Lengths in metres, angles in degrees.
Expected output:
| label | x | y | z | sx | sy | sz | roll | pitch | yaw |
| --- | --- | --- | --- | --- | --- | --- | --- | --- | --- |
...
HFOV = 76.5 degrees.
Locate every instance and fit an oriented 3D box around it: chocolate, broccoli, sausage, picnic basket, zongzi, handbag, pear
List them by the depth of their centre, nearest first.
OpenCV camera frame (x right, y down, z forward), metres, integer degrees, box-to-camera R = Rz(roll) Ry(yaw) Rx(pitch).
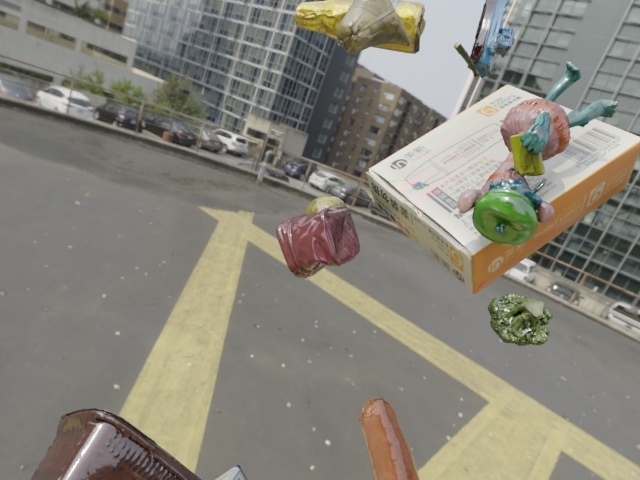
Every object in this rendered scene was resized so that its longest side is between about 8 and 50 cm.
| label | x | y | z | sx | sy | sz | roll | pitch | yaw |
| --- | --- | --- | --- | --- | --- | --- | --- | --- | --- |
| picnic basket | -0.354 | 0.432 | 0.699 | 0.297 | 0.223 | 0.129 | 52 | 36 | -19 |
| sausage | 0.140 | 0.445 | 0.808 | 0.094 | 0.094 | 0.419 | -11 | 9 | 0 |
| handbag | 0.000 | 0.000 | 0.961 | 0.135 | 0.146 | 0.225 | -19 | 1 | 21 |
| zongzi | 0.144 | -0.521 | 1.032 | 0.197 | 0.194 | 0.099 | 41 | -20 | -30 |
| broccoli | 0.523 | 0.201 | 1.059 | 0.162 | 0.138 | 0.145 | 5 | 58 | -9 |
| pear | 0.027 | -0.070 | 1.364 | 0.137 | 0.167 | 0.167 | 0 | -1 | 40 |
| chocolate | 0.128 | -0.738 | 1.375 | 0.446 | 0.162 | 0.162 | 13 | 13 | 12 |

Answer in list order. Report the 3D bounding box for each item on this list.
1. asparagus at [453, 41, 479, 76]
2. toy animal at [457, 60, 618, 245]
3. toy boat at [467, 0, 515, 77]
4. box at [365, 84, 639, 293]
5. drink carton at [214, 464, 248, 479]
| label | x | y | z | sx | sy | sz | roll | pitch | yaw |
| --- | --- | --- | --- | --- | --- | --- | --- | --- | --- |
| asparagus | 0.340 | -0.415 | 0.937 | 0.127 | 0.018 | 0.015 | 20 | 17 | -46 |
| toy animal | 0.223 | -0.096 | 0.415 | 0.100 | 0.208 | 0.103 | 37 | -18 | 21 |
| toy boat | 0.447 | -0.526 | 1.035 | 0.097 | 0.223 | 0.100 | 16 | -7 | 5 |
| box | 0.233 | -0.086 | 0.556 | 0.220 | 0.274 | 0.091 | 53 | -10 | 42 |
| drink carton | -0.164 | 0.397 | 0.469 | 0.106 | 0.131 | 0.315 | 54 | 0 | 10 |
